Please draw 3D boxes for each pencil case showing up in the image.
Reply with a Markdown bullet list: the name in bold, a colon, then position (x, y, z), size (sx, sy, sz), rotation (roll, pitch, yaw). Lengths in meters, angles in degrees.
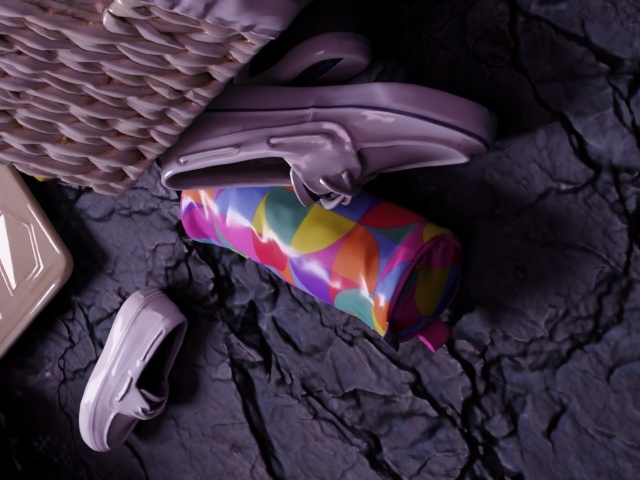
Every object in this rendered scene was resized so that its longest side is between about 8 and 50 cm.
- **pencil case**: position (0.000, 0.000, 1.140), size (0.236, 0.104, 0.104), rotation (29, 120, 31)

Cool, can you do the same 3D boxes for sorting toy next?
- **sorting toy**: position (-0.315, -0.029, 1.432), size (0.307, 0.041, 0.229), rotation (-45, 70, 38)

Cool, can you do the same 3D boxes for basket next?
- **basket**: position (-0.220, -0.245, 1.032), size (0.266, 0.328, 0.331), rotation (-48, 39, 42)

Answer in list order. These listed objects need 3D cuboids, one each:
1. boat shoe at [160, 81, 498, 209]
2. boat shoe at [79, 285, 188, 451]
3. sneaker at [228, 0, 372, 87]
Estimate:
- **boat shoe**: position (0.003, -0.064, 1.080), size (0.258, 0.095, 0.084), rotation (2, 73, 22)
- **boat shoe**: position (-0.168, 0.131, 1.344), size (0.063, 0.066, 0.184), rotation (37, 114, 27)
- **sneaker**: position (-0.035, -0.167, 1.144), size (0.217, 0.079, 0.121), rotation (-19, 70, 51)
